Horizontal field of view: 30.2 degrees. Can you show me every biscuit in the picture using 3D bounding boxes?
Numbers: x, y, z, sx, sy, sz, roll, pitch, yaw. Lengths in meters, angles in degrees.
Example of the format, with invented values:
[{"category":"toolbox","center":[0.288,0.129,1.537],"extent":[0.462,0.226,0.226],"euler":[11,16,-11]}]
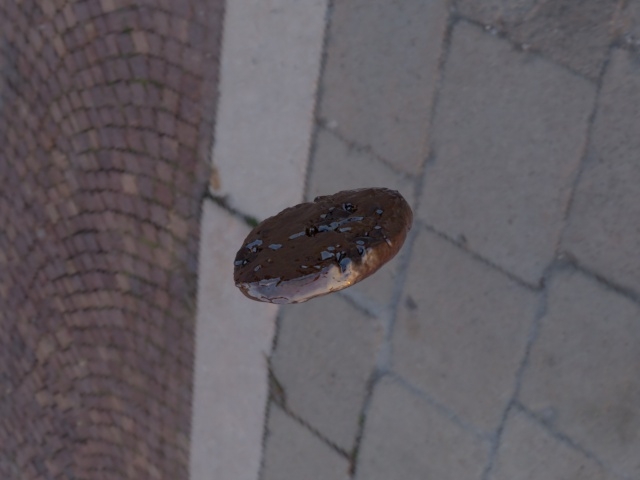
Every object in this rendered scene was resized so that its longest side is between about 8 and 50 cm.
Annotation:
[{"category":"biscuit","center":[0.000,0.000,1.147],"extent":[0.192,0.192,0.049],"euler":[0,118,48]}]
